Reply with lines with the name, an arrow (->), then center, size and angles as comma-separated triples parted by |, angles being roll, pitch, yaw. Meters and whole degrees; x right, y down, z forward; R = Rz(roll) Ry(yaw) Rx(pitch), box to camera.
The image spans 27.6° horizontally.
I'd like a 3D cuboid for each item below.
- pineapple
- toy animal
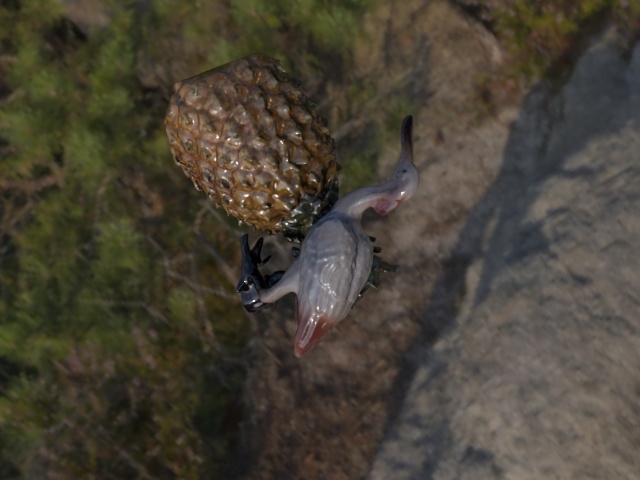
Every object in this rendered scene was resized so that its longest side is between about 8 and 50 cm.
pineapple -> -0.040, -0.071, 1.713 | 0.202, 0.202, 0.362 | -39, 79, 2
toy animal -> 0.017, 0.009, 1.599 | 0.324, 0.090, 0.195 | -39, 54, 24
